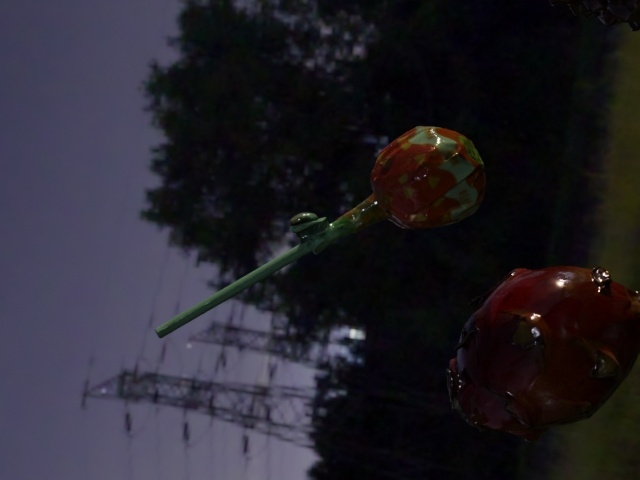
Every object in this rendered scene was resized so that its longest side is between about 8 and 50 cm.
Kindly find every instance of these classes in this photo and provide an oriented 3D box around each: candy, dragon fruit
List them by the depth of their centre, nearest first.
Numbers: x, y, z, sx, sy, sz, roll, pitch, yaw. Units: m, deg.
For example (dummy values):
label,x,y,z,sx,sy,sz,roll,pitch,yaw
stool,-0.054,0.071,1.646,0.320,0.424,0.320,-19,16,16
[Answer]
label,x,y,z,sx,sy,sz,roll,pitch,yaw
dragon fruit,0.214,0.074,0.852,0.125,0.246,0.125,-58,-48,-74
candy,-0.001,-0.001,0.853,0.078,0.288,0.084,62,172,-14

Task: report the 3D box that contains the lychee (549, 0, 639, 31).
label,x,y,z,sx,sy,sz,roll,pitch,yaw
lychee,0.195,-0.257,0.570,0.275,0.276,0.304,-71,4,-60
